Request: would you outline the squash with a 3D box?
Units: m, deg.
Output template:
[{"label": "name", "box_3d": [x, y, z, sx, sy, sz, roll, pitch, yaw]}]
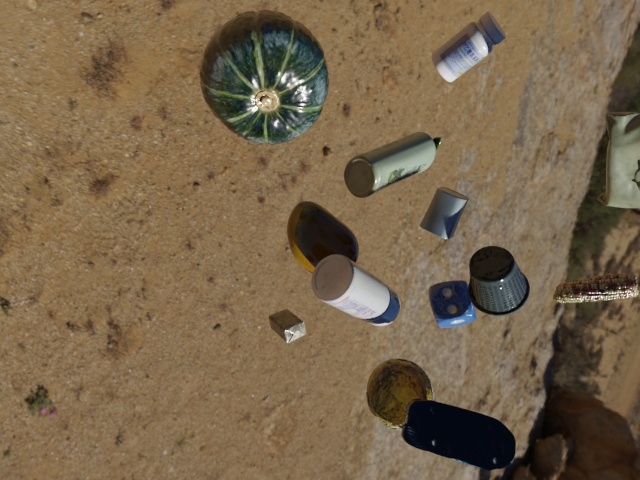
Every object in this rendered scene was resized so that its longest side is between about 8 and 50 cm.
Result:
[{"label": "squash", "box_3d": [-0.105, -0.313, 0.908, 0.252, 0.165, 0.252, -4, 134, -4]}]

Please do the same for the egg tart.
[{"label": "egg tart", "box_3d": [0.271, 0.522, 1.581, 0.234, 0.234, 0.094, -65, 153, -4]}]

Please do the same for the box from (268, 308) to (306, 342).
[{"label": "box", "box_3d": [-0.086, 0.217, 1.189, 0.062, 0.098, 0.045, -19, 113, -25]}]

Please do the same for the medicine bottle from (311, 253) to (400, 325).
[{"label": "medicine bottle", "box_3d": [0.117, 0.153, 1.296, 0.341, 0.130, 0.130, 35, 80, -50]}]

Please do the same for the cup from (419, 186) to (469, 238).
[{"label": "cup", "box_3d": [0.361, -0.079, 1.333, 0.128, 0.095, 0.130, -17, 132, -59]}]

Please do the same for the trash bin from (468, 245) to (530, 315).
[{"label": "trash bin", "box_3d": [0.494, 0.100, 1.315, 0.175, 0.175, 0.161, -54, 138, -17]}]

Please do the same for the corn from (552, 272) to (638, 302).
[{"label": "corn", "box_3d": [0.912, 0.162, 1.545, 0.086, 0.253, 0.086, -10, 90, -67]}]

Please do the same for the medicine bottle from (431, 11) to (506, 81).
[{"label": "medicine bottle", "box_3d": [0.419, -0.548, 1.317, 0.102, 0.186, 0.103, 29, 45, -34]}]

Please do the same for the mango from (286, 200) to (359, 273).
[{"label": "mango", "box_3d": [-0.001, 0.007, 1.346, 0.254, 0.139, 0.176, 36, 73, -24]}]

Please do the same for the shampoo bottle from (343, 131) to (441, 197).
[{"label": "shampoo bottle", "box_3d": [0.172, -0.175, 1.014, 0.234, 0.118, 0.087, -26, 83, -28]}]

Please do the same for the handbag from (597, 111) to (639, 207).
[{"label": "handbag", "box_3d": [0.770, -0.166, 1.035, 0.109, 0.253, 0.316, -58, 142, -21]}]

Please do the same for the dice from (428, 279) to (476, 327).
[{"label": "dice", "box_3d": [0.467, 0.225, 1.646, 0.146, 0.143, 0.146, 38, 40, -62]}]

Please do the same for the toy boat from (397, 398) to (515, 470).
[{"label": "toy boat", "box_3d": [0.367, 0.518, 1.255, 0.092, 0.298, 0.134, 95, 11, -78]}]
